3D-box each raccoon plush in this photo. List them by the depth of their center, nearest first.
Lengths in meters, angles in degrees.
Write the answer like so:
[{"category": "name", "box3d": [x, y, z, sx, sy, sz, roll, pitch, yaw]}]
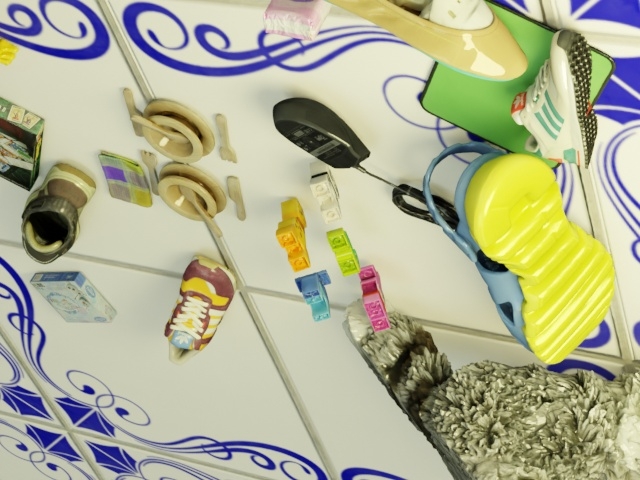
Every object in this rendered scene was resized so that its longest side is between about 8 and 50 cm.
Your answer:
[{"category": "raccoon plush", "box3d": [0.255, 0.148, 1.819, 0.446, 0.299, 0.216, 53, 173, 21]}]

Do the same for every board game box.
[{"category": "board game box", "box3d": [-0.455, -0.158, 1.992, 0.259, 0.030, 0.136, 27, 151, 1]}, {"category": "board game box", "box3d": [-0.336, 0.078, 2.249, 0.090, 0.020, 0.090, -1, 138, 38]}]

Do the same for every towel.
[{"category": "towel", "box3d": [-0.231, -0.071, 1.962, 0.060, 0.009, 0.083, 18, 148, 17]}]

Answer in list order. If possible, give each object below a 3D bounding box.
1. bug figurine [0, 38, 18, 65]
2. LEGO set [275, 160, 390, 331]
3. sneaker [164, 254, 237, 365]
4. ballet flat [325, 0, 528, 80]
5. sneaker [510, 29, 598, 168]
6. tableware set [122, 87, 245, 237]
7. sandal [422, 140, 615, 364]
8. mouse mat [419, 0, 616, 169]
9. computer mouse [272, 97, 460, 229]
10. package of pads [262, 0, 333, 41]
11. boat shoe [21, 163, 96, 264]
[{"category": "bug figurine", "box3d": [-0.456, -0.271, 1.786, 0.279, 0.072, 0.216, 33, 148, -7]}, {"category": "LEGO set", "box3d": [0.000, 0.000, 1.831, 0.087, 0.093, 0.227, -16, 130, 8]}, {"category": "sneaker", "box3d": [-0.154, 0.092, 2.068, 0.069, 0.084, 0.185, 24, 149, 7]}, {"category": "ballet flat", "box3d": [0.081, -0.213, 1.449, 0.232, 0.080, 0.073, 25, 134, 8]}, {"category": "sneaker", "box3d": [0.205, -0.126, 1.489, 0.075, 0.057, 0.161, 8, 146, 20]}, {"category": "tableware set", "box3d": [-0.157, -0.081, 1.862, 0.128, 0.039, 0.194, 16, 147, 18]}, {"category": "sandal", "box3d": [0.196, 0.003, 1.659, 0.138, 0.126, 0.317, 35, 163, 43]}, {"category": "mouse mat", "box3d": [0.179, -0.145, 1.542, 0.152, 0.007, 0.190, 26, 147, 3]}, {"category": "computer mouse", "box3d": [0.056, -0.082, 1.708, 0.242, 0.041, 0.071, 32, 158, -20]}, {"category": "package of pads", "box3d": [-0.015, -0.219, 1.510, 0.050, 0.083, 0.032, 14, 141, 15]}, {"category": "boat shoe", "box3d": [-0.340, -0.019, 2.059, 0.080, 0.073, 0.223, 32, 148, -6]}]
